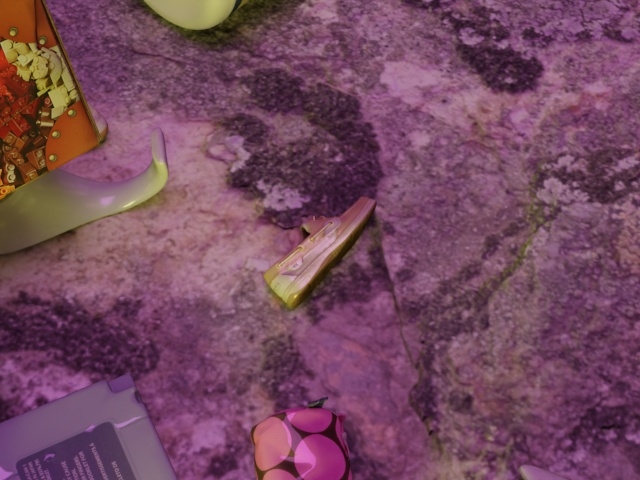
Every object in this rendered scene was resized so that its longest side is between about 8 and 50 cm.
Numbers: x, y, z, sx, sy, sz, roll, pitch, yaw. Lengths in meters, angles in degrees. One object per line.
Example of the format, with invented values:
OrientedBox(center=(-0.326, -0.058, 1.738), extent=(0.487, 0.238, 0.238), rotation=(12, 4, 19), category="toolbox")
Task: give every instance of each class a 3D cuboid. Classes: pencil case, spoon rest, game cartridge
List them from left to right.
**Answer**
OrientedBox(center=(-0.306, -0.056, 1.060), extent=(0.277, 0.084, 0.137), rotation=(-13, 57, 2), category="spoon rest")
OrientedBox(center=(-0.214, 0.286, 0.847), extent=(0.196, 0.060, 0.294), rotation=(-20, 60, -21), category="game cartridge")
OrientedBox(center=(-0.004, 0.262, 0.863), extent=(0.098, 0.095, 0.209), rotation=(3, 57, -23), category="pencil case")

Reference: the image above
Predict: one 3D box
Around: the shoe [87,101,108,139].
OrientedBox(center=(-0.369, -0.173, 1.129), extent=(0.219, 0.058, 0.076), rotation=(19, 57, 7), category="shoe")

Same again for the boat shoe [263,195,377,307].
OrientedBox(center=(0.000, 0.000, 1.049), extent=(0.059, 0.063, 0.170), rotation=(37, 61, 11), category="boat shoe")

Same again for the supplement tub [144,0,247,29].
OrientedBox(center=(-0.114, -0.460, 1.242), extent=(0.228, 0.228, 0.316), rotation=(36, 61, 17), category="supplement tub")

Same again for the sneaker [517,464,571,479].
OrientedBox(center=(0.166, 0.334, 0.837), extent=(0.129, 0.111, 0.297), rotation=(29, 53, 32), category="sneaker")

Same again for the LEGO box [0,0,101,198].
OrientedBox(center=(-0.523, -0.182, 0.944), extent=(0.372, 0.193, 0.500), rotation=(-33, 46, -22), category="LEGO box")
